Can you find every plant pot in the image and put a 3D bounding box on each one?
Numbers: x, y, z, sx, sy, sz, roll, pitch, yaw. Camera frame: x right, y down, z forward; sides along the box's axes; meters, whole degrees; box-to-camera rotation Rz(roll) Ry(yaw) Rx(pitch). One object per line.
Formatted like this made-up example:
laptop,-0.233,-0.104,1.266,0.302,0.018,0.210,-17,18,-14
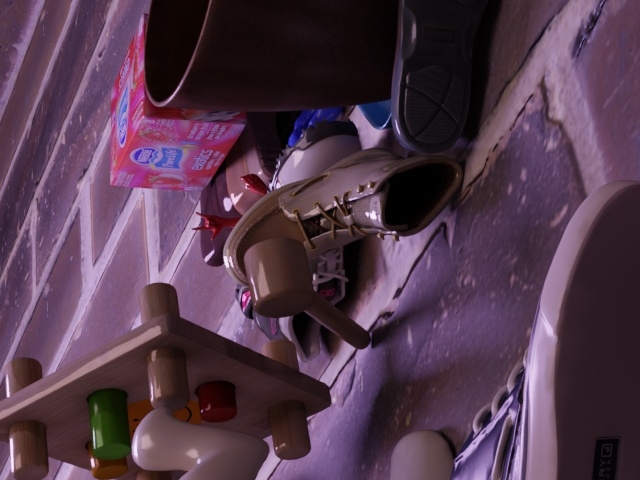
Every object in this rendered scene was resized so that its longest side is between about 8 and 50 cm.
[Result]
plant pot,-0.029,-0.211,1.646,0.215,0.230,0.215,-168,90,-69

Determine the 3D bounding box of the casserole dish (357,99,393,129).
casserole dish,0.072,-0.183,1.745,0.188,0.037,0.114,-120,44,-60

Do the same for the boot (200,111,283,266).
boot,-0.112,-0.116,2.107,0.207,0.090,0.248,-49,40,49

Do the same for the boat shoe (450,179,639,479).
boat shoe,0.166,0.120,1.237,0.158,0.127,0.340,13,94,61

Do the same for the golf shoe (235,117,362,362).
golf shoe,0.000,0.000,1.793,0.120,0.105,0.273,52,137,42

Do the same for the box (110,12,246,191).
box,-0.170,-0.156,1.979,0.257,0.122,0.128,134,136,-68

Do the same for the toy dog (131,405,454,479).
toy dog,-0.107,0.338,1.449,0.284,0.408,0.395,121,151,-44

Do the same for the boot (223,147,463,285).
boot,0.019,-0.022,1.614,0.077,0.213,0.165,63,161,-15

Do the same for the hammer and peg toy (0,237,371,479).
hammer and peg toy,-0.113,0.148,1.648,0.361,0.266,0.127,-28,55,27

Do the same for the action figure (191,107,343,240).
action figure,-0.055,-0.088,1.899,0.091,0.139,0.280,-170,87,-70

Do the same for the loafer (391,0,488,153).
loafer,0.108,-0.214,1.591,0.084,0.096,0.267,-171,93,-77
